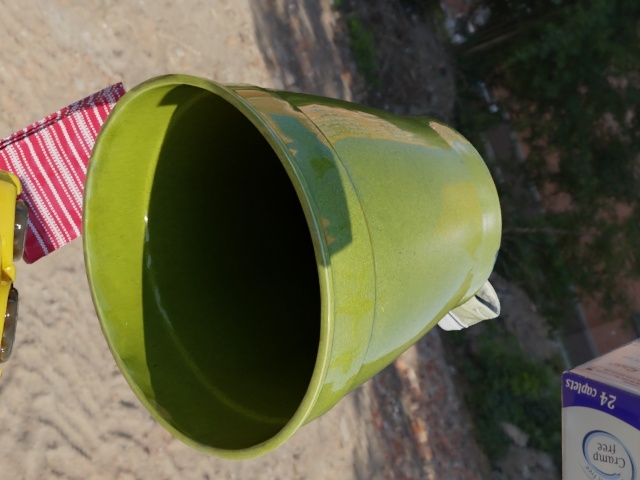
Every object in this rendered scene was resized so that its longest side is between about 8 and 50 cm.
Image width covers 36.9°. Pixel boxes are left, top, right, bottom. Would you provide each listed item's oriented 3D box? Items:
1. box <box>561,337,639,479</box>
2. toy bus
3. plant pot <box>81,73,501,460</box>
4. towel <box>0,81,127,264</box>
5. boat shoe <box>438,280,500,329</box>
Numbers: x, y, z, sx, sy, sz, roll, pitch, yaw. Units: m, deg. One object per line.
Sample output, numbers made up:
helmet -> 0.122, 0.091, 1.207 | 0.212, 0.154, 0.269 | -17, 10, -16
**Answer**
box -> 0.196, 0.135, 0.495 | 0.126, 0.072, 0.137 | 15, -65, 53
toy bus -> -0.346, 0.022, 0.862 | 0.211, 0.150, 0.220 | 155, -59, -72
plant pot -> 0.000, 0.000, 1.018 | 0.353, 0.366, 0.366 | -13, 81, -43
towel -> -0.390, -0.107, 1.519 | 0.031, 0.275, 0.198 | 21, -42, 52
boat shoe -> 0.183, 0.044, 1.405 | 0.302, 0.094, 0.109 | 44, 36, -56
